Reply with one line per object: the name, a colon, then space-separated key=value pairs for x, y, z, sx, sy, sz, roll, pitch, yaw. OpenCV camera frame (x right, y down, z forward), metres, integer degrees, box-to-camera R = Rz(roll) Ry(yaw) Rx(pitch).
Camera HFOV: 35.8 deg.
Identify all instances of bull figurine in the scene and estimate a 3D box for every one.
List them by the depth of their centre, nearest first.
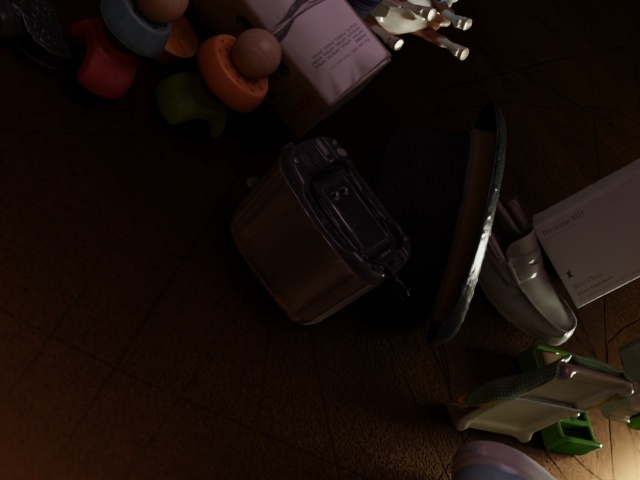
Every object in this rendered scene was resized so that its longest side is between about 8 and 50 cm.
bull figurine: x=0.156 y=-0.394 z=1.691 sx=0.310 sy=0.101 sz=0.188 roll=-9 pitch=41 yaw=-43

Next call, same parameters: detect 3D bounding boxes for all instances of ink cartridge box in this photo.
ink cartridge box: x=-0.055 y=-0.286 z=1.303 sx=0.114 sy=0.197 sz=0.273 roll=-42 pitch=94 yaw=-14

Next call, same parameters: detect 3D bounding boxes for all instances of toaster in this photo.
toaster: x=0.000 y=0.000 z=1.184 sx=0.227 sy=0.146 sz=0.129 roll=53 pitch=38 yaw=2

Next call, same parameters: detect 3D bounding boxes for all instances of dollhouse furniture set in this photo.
dollhouse furniture set: x=0.323 y=0.174 z=1.341 sx=0.302 sy=0.198 sz=0.151 roll=18 pitch=50 yaw=-38

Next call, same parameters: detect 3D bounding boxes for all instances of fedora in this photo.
fedora: x=0.132 y=-0.035 z=1.298 sx=0.153 sy=0.334 sz=0.334 roll=14 pitch=44 yaw=0

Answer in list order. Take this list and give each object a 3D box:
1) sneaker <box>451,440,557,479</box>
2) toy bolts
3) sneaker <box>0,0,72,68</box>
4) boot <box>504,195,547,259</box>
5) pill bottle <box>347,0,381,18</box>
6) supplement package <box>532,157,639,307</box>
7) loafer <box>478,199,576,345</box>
sneaker: x=0.292 y=0.398 z=1.199 sx=0.366 sy=0.135 sz=0.150 roll=33 pitch=48 yaw=-11
toy bolts: x=-0.171 y=-0.258 z=1.185 sx=0.229 sy=0.158 sz=0.218 roll=11 pitch=52 yaw=-50
sneaker: x=-0.347 y=-0.277 z=1.126 sx=0.089 sy=0.051 sz=0.170 roll=-7 pitch=71 yaw=-49
boot: x=0.329 y=-0.022 z=1.641 sx=0.106 sy=0.037 sz=0.114 roll=10 pitch=55 yaw=-58
pill bottle: x=0.034 y=-0.371 z=1.503 sx=0.094 sy=0.169 sz=0.094 roll=28 pitch=42 yaw=-29
supplement package: x=0.485 y=-0.032 z=1.572 sx=0.145 sy=0.262 sz=0.204 roll=60 pitch=14 yaw=0
loafer: x=0.284 y=0.023 z=1.494 sx=0.319 sy=0.111 sz=0.112 roll=47 pitch=37 yaw=-7
